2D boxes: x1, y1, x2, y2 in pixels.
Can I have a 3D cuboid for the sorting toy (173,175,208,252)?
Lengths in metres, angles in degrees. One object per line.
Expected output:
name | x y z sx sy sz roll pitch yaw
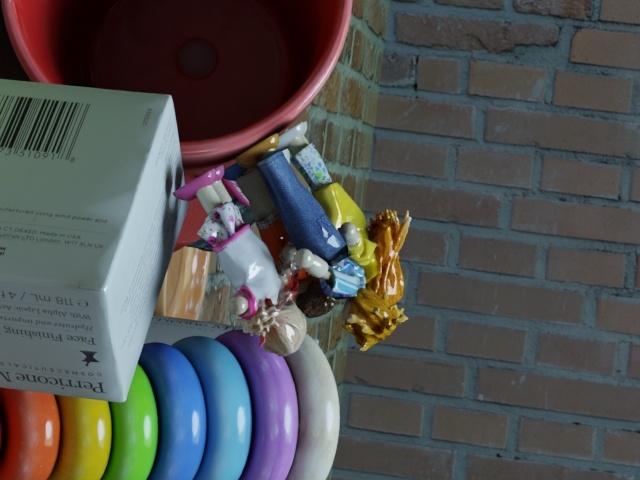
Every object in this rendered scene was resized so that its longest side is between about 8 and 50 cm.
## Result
sorting toy | -0.160 -0.071 1.707 0.126 0.127 0.365 -54 -169 32

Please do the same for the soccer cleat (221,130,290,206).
soccer cleat | -0.072 -0.192 1.594 0.331 0.143 0.116 71 23 -11

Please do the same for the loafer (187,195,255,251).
loafer | -0.114 -0.029 1.813 0.078 0.076 0.223 -47 180 4

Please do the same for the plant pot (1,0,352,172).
plant pot | -0.110 -0.174 1.402 0.243 0.275 0.275 95 4 -79

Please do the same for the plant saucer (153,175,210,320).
plant saucer | -0.159 0.023 1.877 0.200 0.037 0.200 7 90 -82

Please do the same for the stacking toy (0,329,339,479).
stacking toy | -0.156 0.128 1.225 0.141 0.330 0.141 -6 -97 57

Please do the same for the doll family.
doll family | 0.000 0.000 1.238 0.163 0.118 0.263 59 11 -2

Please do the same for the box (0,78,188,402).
box | -0.199 -0.005 1.145 0.119 0.181 0.182 86 13 -48

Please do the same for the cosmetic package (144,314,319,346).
cosmetic package | -0.141 0.186 1.568 0.385 0.217 0.156 -51 147 -76
